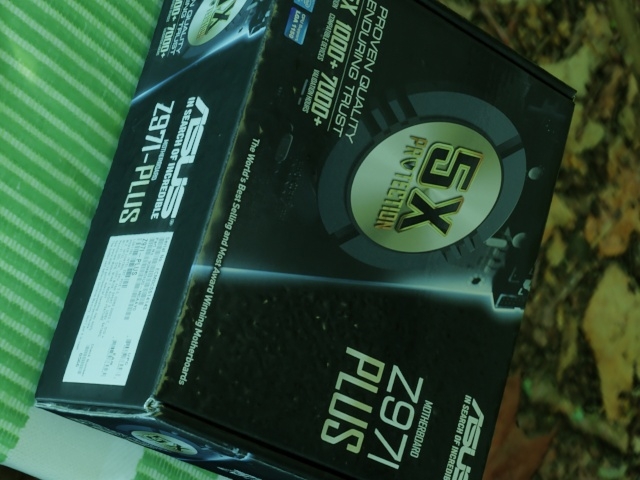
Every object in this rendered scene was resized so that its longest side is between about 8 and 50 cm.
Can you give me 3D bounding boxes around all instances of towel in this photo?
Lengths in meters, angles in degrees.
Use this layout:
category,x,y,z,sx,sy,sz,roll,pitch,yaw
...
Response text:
category,x,y,z,sx,sy,sz,roll,pitch,yaw
towel,-0.053,-0.019,0.639,0.325,0.038,0.248,28,71,-34

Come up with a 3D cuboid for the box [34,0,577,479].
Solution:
category,x,y,z,sx,sy,sz,roll,pitch,yaw
box,0.000,0.000,0.606,0.147,0.077,0.180,27,72,-35
